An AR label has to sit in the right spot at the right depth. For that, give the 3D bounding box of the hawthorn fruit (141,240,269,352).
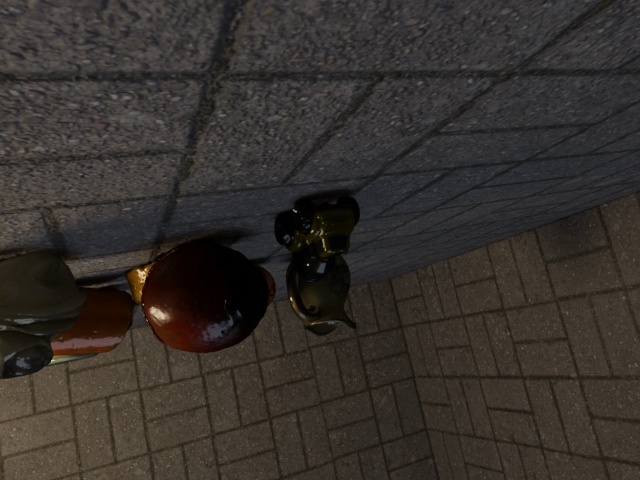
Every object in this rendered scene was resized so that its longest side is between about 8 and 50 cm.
[{"bbox_3d":[-0.281,0.140,1.291,0.316,0.315,0.316,-12,170,-2],"label":"hawthorn fruit"}]

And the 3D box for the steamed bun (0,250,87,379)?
[{"bbox_3d":[-0.618,0.173,1.070,0.280,0.207,0.268,-29,171,-24],"label":"steamed bun"}]

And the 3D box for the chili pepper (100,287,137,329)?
[{"bbox_3d":[-0.682,0.234,1.690,0.261,0.165,0.174,-6,156,-46],"label":"chili pepper"}]

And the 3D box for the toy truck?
[{"bbox_3d":[0.000,0.000,1.178,0.147,0.165,0.224,-7,169,-26],"label":"toy truck"}]

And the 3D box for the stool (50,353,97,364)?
[{"bbox_3d":[-0.921,0.341,1.885,0.195,0.198,0.195,-13,173,8],"label":"stool"}]

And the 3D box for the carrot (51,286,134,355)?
[{"bbox_3d":[-0.721,0.226,1.455,0.331,0.193,0.214,6,143,-36],"label":"carrot"}]

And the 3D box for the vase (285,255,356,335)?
[{"bbox_3d":[-0.020,0.198,1.900,0.241,0.302,0.329,-17,169,29],"label":"vase"}]

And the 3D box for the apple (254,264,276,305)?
[{"bbox_3d":[-0.255,0.166,1.799,0.210,0.164,0.209,-5,176,0],"label":"apple"}]

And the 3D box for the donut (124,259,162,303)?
[{"bbox_3d":[-0.412,0.123,1.537,0.303,0.110,0.303,-11,171,-2],"label":"donut"}]
